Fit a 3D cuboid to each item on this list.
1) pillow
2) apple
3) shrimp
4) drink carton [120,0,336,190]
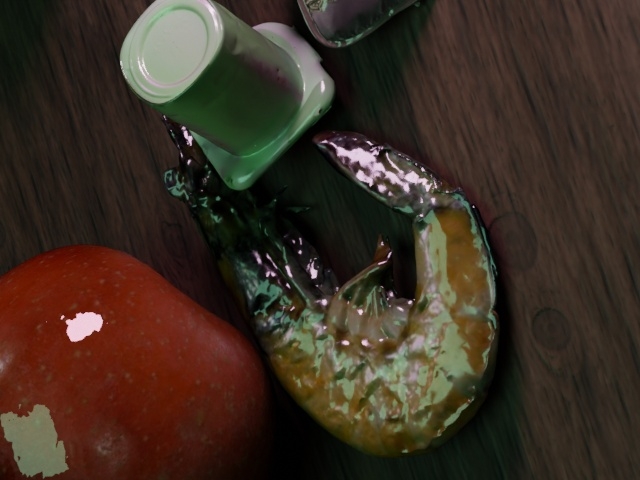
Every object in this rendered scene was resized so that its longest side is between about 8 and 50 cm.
[{"bbox_3d":[0.000,-0.290,1.482,0.131,0.038,0.232,-31,93,16],"label":"pillow"},{"bbox_3d":[-0.206,0.176,1.629,0.348,0.348,0.277,22,71,36],"label":"apple"},{"bbox_3d":[0.000,0.000,1.566,0.445,0.085,0.272,48,119,24],"label":"shrimp"},{"bbox_3d":[-0.097,-0.155,1.538,0.146,0.142,0.144,-46,52,12],"label":"drink carton"}]
